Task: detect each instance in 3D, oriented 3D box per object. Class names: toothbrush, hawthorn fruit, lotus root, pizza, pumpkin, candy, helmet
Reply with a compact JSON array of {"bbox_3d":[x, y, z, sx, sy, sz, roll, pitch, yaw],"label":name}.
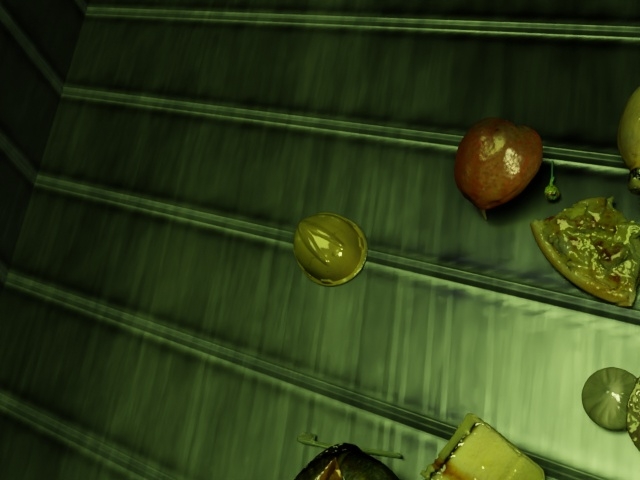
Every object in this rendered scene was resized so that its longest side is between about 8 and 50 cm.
[{"bbox_3d":[0.068,0.514,1.995,0.294,0.026,0.028,5,53,32],"label":"toothbrush"},{"bbox_3d":[0.442,-0.177,2.041,0.211,0.210,0.262,22,102,36],"label":"hawthorn fruit"},{"bbox_3d":[0.777,-0.236,1.877,0.183,0.183,0.309,11,72,33],"label":"lotus root"},{"bbox_3d":[0.650,0.002,1.891,0.223,0.089,0.323,-46,53,5],"label":"pizza"},{"bbox_3d":[0.060,0.636,1.833,0.321,0.192,0.320,-12,60,22],"label":"pumpkin"},{"bbox_3d":[0.589,-0.154,2.042,0.035,0.035,0.123,-15,49,36],"label":"candy"},{"bbox_3d":[0.000,0.000,2.231,0.205,0.140,0.257,-48,55,0],"label":"helmet"}]

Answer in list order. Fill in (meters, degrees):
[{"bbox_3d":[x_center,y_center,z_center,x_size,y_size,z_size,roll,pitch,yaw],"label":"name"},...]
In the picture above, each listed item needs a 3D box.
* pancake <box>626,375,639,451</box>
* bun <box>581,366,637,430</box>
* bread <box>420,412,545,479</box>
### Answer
[{"bbox_3d":[0.744,0.362,1.654,0.242,0.050,0.241,-4,72,13],"label":"pancake"},{"bbox_3d":[0.626,0.333,1.729,0.138,0.094,0.138,-15,56,24],"label":"bun"},{"bbox_3d":[0.324,0.527,1.709,0.198,0.236,0.263,34,85,37],"label":"bread"}]
